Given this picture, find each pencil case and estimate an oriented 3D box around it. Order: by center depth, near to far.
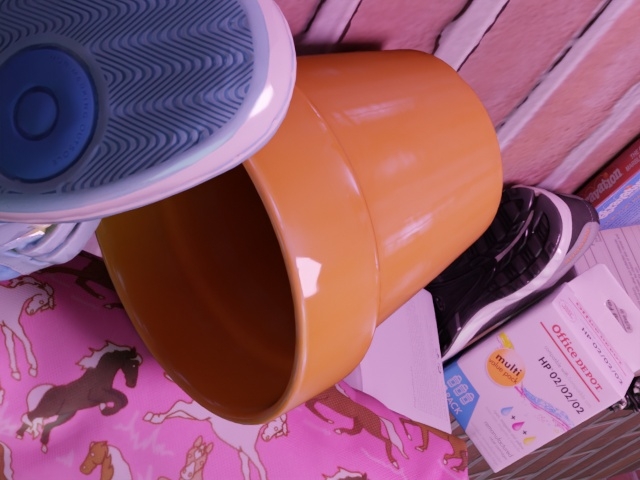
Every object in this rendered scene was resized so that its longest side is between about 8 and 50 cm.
[{"bbox_3d":[-0.089,0.134,0.813,0.386,0.160,0.167,25,123,-6],"label":"pencil case"}]

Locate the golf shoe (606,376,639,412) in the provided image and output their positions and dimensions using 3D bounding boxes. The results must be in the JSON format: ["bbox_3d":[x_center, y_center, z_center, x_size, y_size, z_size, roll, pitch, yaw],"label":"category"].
[{"bbox_3d":[0.314,0.120,1.419,0.120,0.105,0.273,-32,-167,-25],"label":"golf shoe"}]

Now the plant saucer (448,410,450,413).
[{"bbox_3d":[0.040,0.292,1.754,0.317,0.044,0.317,-16,160,-6],"label":"plant saucer"}]

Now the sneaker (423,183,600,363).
[{"bbox_3d":[0.144,0.042,1.133,0.108,0.100,0.271,-6,157,-45],"label":"sneaker"}]

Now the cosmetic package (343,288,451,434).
[{"bbox_3d":[-0.037,0.103,1.024,0.224,0.138,0.224,-13,163,19],"label":"cosmetic package"}]

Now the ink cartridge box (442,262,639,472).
[{"bbox_3d":[0.200,0.112,1.105,0.181,0.104,0.061,-38,178,28],"label":"ink cartridge box"}]

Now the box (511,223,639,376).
[{"bbox_3d":[0.349,0.047,1.251,0.311,0.148,0.121,-6,156,-27],"label":"box"}]

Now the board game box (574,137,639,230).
[{"bbox_3d":[0.331,-0.084,1.067,0.145,0.027,0.281,-9,157,-29],"label":"board game box"}]

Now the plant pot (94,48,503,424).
[{"bbox_3d":[-0.003,-0.025,0.721,0.188,0.205,0.205,-24,165,-33],"label":"plant pot"}]

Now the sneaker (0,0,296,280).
[{"bbox_3d":[-0.123,-0.052,0.573,0.319,0.127,0.208,-1,171,26],"label":"sneaker"}]
